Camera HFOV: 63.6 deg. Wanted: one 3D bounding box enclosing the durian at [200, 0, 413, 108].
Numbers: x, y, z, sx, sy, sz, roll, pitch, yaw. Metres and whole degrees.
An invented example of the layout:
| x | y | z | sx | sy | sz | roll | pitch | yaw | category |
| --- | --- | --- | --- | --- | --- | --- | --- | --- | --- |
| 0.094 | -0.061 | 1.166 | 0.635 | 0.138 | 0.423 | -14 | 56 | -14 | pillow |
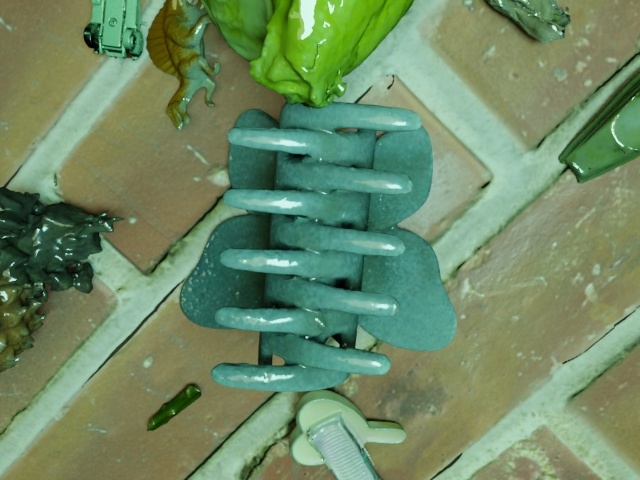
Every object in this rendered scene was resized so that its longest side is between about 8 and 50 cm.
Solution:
| x | y | z | sx | sy | sz | roll | pitch | yaw | category |
| --- | --- | --- | --- | --- | --- | --- | --- | --- | --- |
| -0.006 | -0.296 | 0.521 | 0.256 | 0.204 | 0.339 | 24 | 62 | 35 | durian |

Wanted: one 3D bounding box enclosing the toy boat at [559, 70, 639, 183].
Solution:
| x | y | z | sx | sy | sz | roll | pitch | yaw | category |
| --- | --- | --- | --- | --- | --- | --- | --- | --- | --- |
| 0.433 | -0.181 | 0.632 | 0.293 | 0.055 | 0.093 | -42 | 92 | 9 | toy boat |

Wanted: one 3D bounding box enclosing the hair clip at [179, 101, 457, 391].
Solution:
| x | y | z | sx | sy | sz | roll | pitch | yaw | category |
| --- | --- | --- | --- | --- | --- | --- | --- | --- | --- |
| 0.000 | 0.000 | 0.604 | 0.392 | 0.238 | 0.318 | 7 | 98 | 3 | hair clip |

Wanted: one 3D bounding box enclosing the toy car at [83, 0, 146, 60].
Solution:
| x | y | z | sx | sy | sz | roll | pitch | yaw | category |
| --- | --- | --- | --- | --- | --- | --- | --- | --- | --- |
| -0.257 | -0.307 | 0.660 | 0.073 | 0.054 | 0.143 | 8 | 99 | 5 | toy car |

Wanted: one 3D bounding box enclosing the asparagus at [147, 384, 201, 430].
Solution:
| x | y | z | sx | sy | sz | roll | pitch | yaw | category |
| --- | --- | --- | --- | --- | --- | --- | --- | --- | --- |
| -0.218 | 0.248 | 0.766 | 0.108 | 0.021 | 0.025 | -39 | 91 | 10 | asparagus |

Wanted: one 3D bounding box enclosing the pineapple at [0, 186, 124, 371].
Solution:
| x | y | z | sx | sy | sz | roll | pitch | yaw | category |
| --- | --- | --- | --- | --- | --- | --- | --- | --- | --- |
| -0.428 | 0.049 | 0.670 | 0.357 | 0.223 | 0.223 | -41 | 95 | -9 | pineapple |

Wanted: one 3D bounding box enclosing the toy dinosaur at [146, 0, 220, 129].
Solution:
| x | y | z | sx | sy | sz | roll | pitch | yaw | category |
| --- | --- | --- | --- | --- | --- | --- | --- | --- | --- |
| -0.181 | -0.268 | 0.671 | 0.142 | 0.057 | 0.212 | -29 | 85 | 28 | toy dinosaur |

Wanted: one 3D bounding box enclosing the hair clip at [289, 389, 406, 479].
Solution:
| x | y | z | sx | sy | sz | roll | pitch | yaw | category |
| --- | --- | --- | --- | --- | --- | --- | --- | --- | --- |
| 0.044 | 0.299 | 0.734 | 0.159 | 0.071 | 0.218 | -29 | 103 | 2 | hair clip |

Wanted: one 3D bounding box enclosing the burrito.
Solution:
| x | y | z | sx | sy | sz | roll | pitch | yaw | category |
| --- | --- | --- | --- | --- | --- | --- | --- | --- | --- |
| 0.209 | -0.324 | 0.625 | 0.229 | 0.058 | 0.063 | 38 | 105 | -1 | burrito |
